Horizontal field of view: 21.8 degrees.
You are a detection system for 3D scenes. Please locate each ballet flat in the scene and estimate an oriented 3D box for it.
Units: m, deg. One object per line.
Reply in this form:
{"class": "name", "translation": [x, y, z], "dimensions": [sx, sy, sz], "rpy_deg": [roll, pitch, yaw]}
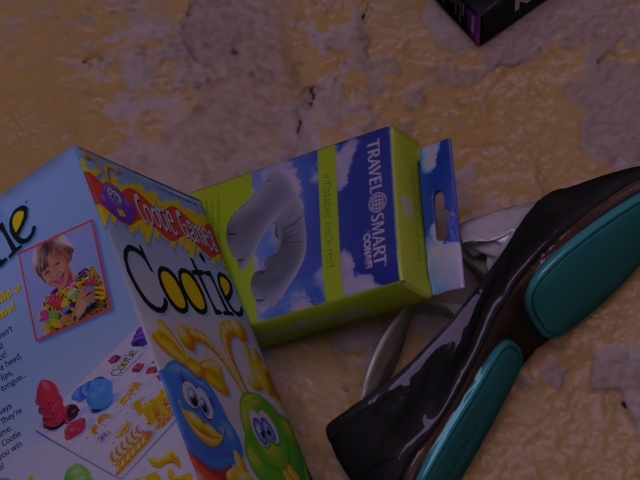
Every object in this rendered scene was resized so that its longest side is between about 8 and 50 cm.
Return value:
{"class": "ballet flat", "translation": [0.105, 0.042, 1.031], "dimensions": [0.096, 0.095, 0.280], "rpy_deg": [34, 74, 31]}

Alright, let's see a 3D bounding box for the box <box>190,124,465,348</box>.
{"class": "box", "translation": [0.000, 0.000, 1.044], "dimensions": [0.178, 0.042, 0.109], "rpy_deg": [-18, 63, 29]}

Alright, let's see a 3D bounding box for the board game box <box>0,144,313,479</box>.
{"class": "board game box", "translation": [-0.114, 0.108, 0.972], "dimensions": [0.144, 0.142, 0.275], "rpy_deg": [-32, 65, 19]}

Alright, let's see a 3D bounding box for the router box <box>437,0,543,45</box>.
{"class": "router box", "translation": [0.140, -0.239, 1.172], "dimensions": [0.179, 0.046, 0.133], "rpy_deg": [-35, 68, -9]}
